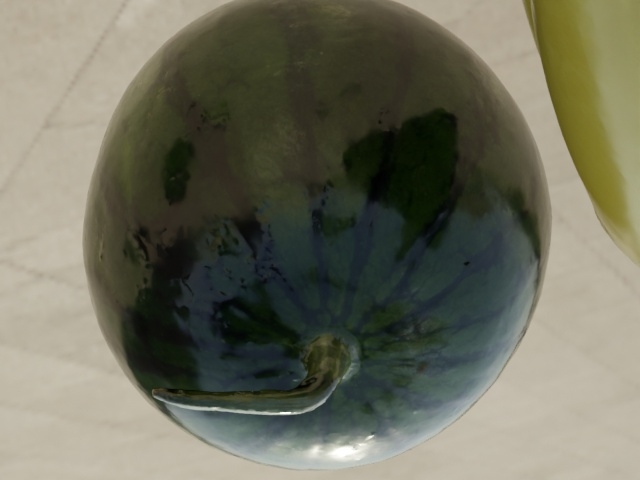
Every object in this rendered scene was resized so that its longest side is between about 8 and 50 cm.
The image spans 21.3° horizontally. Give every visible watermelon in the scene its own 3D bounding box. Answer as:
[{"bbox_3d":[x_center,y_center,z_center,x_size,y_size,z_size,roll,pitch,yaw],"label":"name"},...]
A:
[{"bbox_3d":[0.000,0.000,0.667,0.188,0.188,0.214,-15,-152,0],"label":"watermelon"}]

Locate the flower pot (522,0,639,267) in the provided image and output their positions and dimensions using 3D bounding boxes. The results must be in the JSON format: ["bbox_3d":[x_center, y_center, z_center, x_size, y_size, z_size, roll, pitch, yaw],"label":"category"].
[{"bbox_3d":[0.139,-0.093,0.482,0.195,0.195,0.179,-20,151,15],"label":"flower pot"}]
